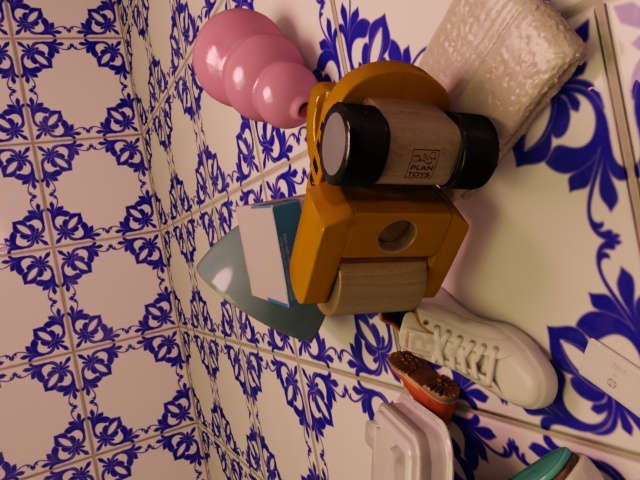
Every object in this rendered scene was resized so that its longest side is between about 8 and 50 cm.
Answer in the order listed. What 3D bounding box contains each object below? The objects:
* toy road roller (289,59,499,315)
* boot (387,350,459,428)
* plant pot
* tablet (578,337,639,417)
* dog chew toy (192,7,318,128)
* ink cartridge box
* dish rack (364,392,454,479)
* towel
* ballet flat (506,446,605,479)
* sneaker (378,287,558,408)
[{"bbox_3d":[0.068,-0.079,0.754,0.240,0.203,0.329,-115,31,-49],"label":"toy road roller"},{"bbox_3d":[0.167,0.251,0.932,0.158,0.059,0.084,36,136,52],"label":"boot"},{"bbox_3d":[-0.084,0.048,1.157,0.195,0.290,0.290,-57,36,2],"label":"plant pot"},{"bbox_3d":[0.334,0.154,0.622,0.083,0.006,0.054,43,136,51],"label":"tablet"},{"bbox_3d":[-0.123,-0.339,1.129,0.332,0.207,0.206,46,139,36],"label":"dog chew toy"},{"bbox_3d":[0.000,0.000,0.965,0.171,0.233,0.168,3,105,62],"label":"ink cartridge box"},{"bbox_3d":[0.117,0.419,0.835,0.285,0.072,0.332,151,122,-81],"label":"dish rack"},{"bbox_3d":[0.200,-0.196,0.706,0.187,0.049,0.282,64,151,23],"label":"towel"},{"bbox_3d":[0.255,0.402,0.757,0.139,0.139,0.400,65,150,25],"label":"ballet flat"},{"bbox_3d":[0.188,0.155,0.782,0.290,0.123,0.105,31,125,54],"label":"sneaker"}]
